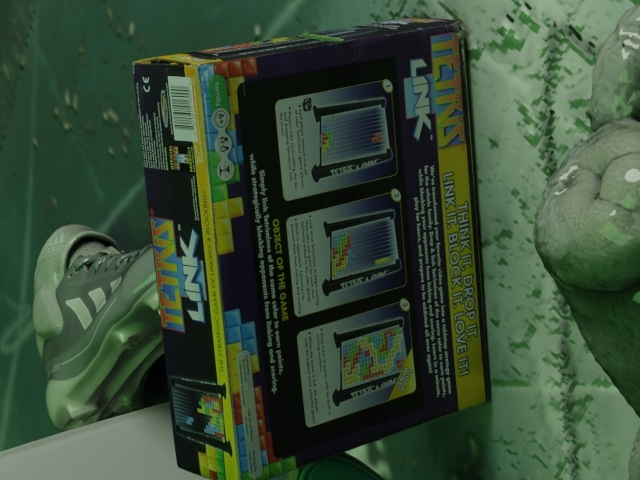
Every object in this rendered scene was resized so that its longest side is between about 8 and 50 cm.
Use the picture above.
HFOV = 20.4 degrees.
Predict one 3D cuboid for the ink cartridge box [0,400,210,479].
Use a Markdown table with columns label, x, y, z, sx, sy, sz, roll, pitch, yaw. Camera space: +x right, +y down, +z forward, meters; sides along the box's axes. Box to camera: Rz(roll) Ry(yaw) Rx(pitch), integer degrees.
| label | x | y | z | sx | sy | sz | roll | pitch | yaw |
| --- | --- | --- | --- | --- | --- | --- | --- | --- | --- |
| ink cartridge box | -0.143 | 0.225 | 0.956 | 0.171 | 0.168 | 0.233 | 61 | 140 | 18 |

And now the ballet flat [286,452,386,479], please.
| label | x | y | z | sx | sy | sz | roll | pitch | yaw |
| --- | --- | --- | --- | --- | --- | --- | --- | --- | --- |
| ballet flat | 0.036 | 0.158 | 0.769 | 0.168 | 0.057 | 0.052 | 48 | 154 | -8 |

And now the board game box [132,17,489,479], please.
| label | x | y | z | sx | sy | sz | roll | pitch | yaw |
| --- | --- | --- | --- | --- | --- | --- | --- | --- | --- |
| board game box | 0.000 | 0.000 | 0.737 | 0.048 | 0.141 | 0.170 | 8 | 107 | 49 |

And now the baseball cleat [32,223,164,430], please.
| label | x | y | z | sx | sy | sz | roll | pitch | yaw |
| --- | --- | --- | --- | --- | --- | --- | --- | --- | --- |
| baseball cleat | -0.106 | 0.022 | 0.931 | 0.206 | 0.072 | 0.109 | -46 | 58 | 43 |

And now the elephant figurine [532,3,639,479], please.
| label | x | y | z | sx | sy | sz | roll | pitch | yaw |
| --- | --- | --- | --- | --- | --- | --- | --- | --- | --- |
| elephant figurine | 0.190 | 0.016 | 0.498 | 0.239 | 0.186 | 0.169 | 22 | 77 | 40 |
